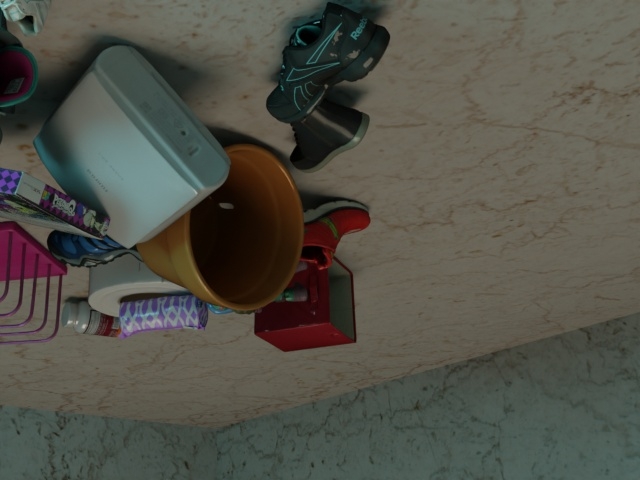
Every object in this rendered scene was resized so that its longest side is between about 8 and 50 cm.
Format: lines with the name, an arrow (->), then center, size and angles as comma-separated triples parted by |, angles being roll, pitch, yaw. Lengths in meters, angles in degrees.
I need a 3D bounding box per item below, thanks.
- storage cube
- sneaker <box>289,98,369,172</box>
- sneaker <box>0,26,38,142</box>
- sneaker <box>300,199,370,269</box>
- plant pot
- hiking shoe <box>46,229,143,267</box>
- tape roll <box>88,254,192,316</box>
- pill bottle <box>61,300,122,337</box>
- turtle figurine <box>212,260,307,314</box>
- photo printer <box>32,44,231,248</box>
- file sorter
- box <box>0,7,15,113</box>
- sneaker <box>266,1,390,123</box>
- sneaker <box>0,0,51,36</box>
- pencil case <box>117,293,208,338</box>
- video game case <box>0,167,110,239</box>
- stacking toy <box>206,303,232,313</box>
storage cube -> -0.036, 0.152, 2.286 | 0.193, 0.184, 0.215 | -10, 158, 18
sneaker -> -0.020, -0.188, 1.593 | 0.118, 0.083, 0.222 | 28, 155, -20
sneaker -> -0.454, -0.199, 1.279 | 0.178, 0.124, 0.295 | 2, 159, 11
sneaker -> 0.000, 0.000, 1.918 | 0.279, 0.118, 0.107 | -15, 158, -41
plant pot -> -0.198, -0.026, 1.729 | 0.203, 0.291, 0.291 | 2, 167, 41
hiking shoe -> -0.424, -0.027, 1.932 | 0.304, 0.113, 0.132 | -3, 129, 17
tape roll -> -0.394, 0.098, 2.218 | 0.286, 0.100, 0.286 | -2, 159, -1
pill bottle -> -0.586, 0.201, 2.473 | 0.152, 0.086, 0.086 | 12, 154, -32
turtle figurine -> -0.142, 0.095, 1.910 | 0.234, 0.118, 0.175 | -11, 136, -23
photo printer -> -0.307, -0.128, 1.485 | 0.256, 0.107, 0.307 | 50, 140, -9
file sorter -> -0.705, 0.105, 2.077 | 0.202, 0.182, 0.291 | -5, 159, 6
box -> -0.531, -0.259, 1.343 | 0.183, 0.056, 0.231 | 3, 158, -13
sneaker -> -0.012, -0.262, 1.392 | 0.106, 0.101, 0.267 | 33, 145, -22
sneaker -> -0.389, -0.316, 1.211 | 0.053, 0.061, 0.152 | -7, 157, 15
pencil case -> -0.351, 0.172, 2.153 | 0.206, 0.088, 0.086 | -6, 156, 12
video game case -> -0.476, -0.067, 1.469 | 0.232, 0.042, 0.210 | 11, 167, 28
stacking toy -> -0.153, 0.007, 1.981 | 0.175, 0.166, 0.302 | -13, 152, -26
